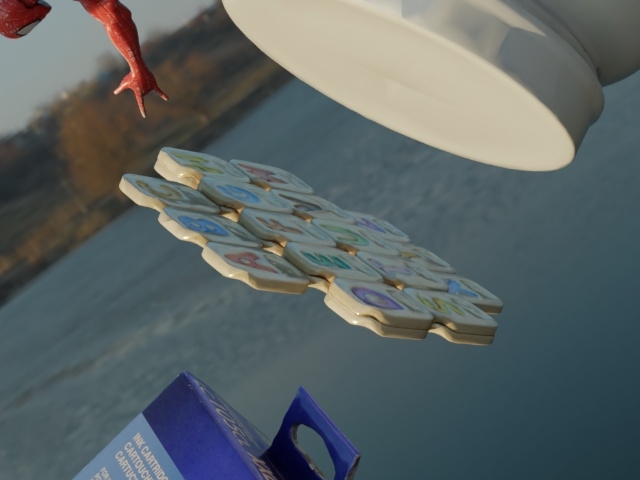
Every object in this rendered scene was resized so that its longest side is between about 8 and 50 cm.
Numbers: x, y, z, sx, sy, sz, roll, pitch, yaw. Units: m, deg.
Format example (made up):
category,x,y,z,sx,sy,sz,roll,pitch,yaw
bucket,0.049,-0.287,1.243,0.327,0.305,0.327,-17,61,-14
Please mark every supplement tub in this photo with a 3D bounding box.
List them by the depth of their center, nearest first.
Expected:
category,x,y,z,sx,sy,sz,roll,pitch,yaw
supplement tub,0.107,-0.224,0.791,0.325,0.235,0.235,-64,12,-8

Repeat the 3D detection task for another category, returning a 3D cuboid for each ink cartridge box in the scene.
category,x,y,z,sx,sy,sz,roll,pitch,yaw
ink cartridge box,-0.114,0.299,1.225,0.395,0.151,0.270,-44,44,-1

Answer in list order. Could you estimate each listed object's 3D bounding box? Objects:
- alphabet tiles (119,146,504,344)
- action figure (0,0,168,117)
category,x,y,z,sx,sy,sz,roll,pitch,yaw
alphabet tiles,0.000,0.000,1.125,0.278,0.284,0.021,8,-69,-43
action figure,-0.091,-0.200,1.023,0.280,0.139,0.091,-35,49,-9
